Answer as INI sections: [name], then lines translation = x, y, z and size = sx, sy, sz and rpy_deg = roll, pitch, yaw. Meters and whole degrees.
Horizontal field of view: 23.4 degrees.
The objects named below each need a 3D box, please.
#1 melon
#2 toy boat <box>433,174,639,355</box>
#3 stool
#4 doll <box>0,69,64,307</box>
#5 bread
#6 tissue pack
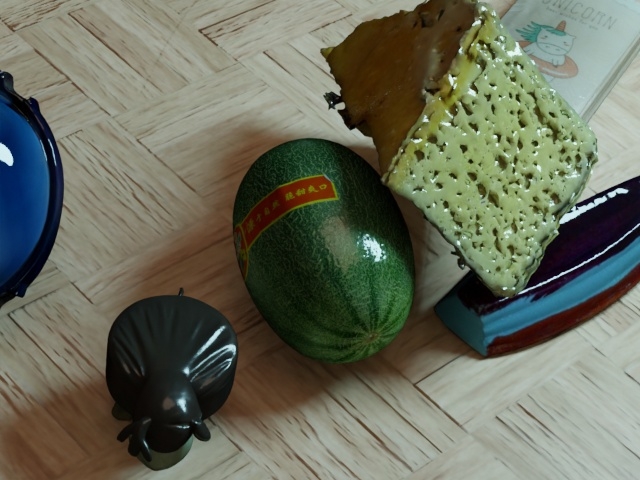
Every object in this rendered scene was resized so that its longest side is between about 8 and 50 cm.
[melon]
translation = 0.000, 0.000, 1.599
size = 0.182, 0.182, 0.288
rpy_deg = -4, 42, -14
[toy boat]
translation = 0.296, 0.008, 1.732
size = 0.392, 0.079, 0.136
rpy_deg = -28, 56, -30
[stool]
translation = -0.144, 0.143, 1.462
size = 0.125, 0.121, 0.217
rpy_deg = 6, 41, -7
[doll]
translation = -0.412, -0.047, 1.542
size = 0.310, 0.240, 0.284
rpy_deg = -5, 84, 4
[bread]
translation = 0.100, -0.089, 1.658
size = 0.248, 0.315, 0.279
rpy_deg = 41, 59, -23
[tissue pack]
translation = 0.299, -0.235, 1.986
size = 0.170, 0.071, 0.325
rpy_deg = 24, 45, 18
